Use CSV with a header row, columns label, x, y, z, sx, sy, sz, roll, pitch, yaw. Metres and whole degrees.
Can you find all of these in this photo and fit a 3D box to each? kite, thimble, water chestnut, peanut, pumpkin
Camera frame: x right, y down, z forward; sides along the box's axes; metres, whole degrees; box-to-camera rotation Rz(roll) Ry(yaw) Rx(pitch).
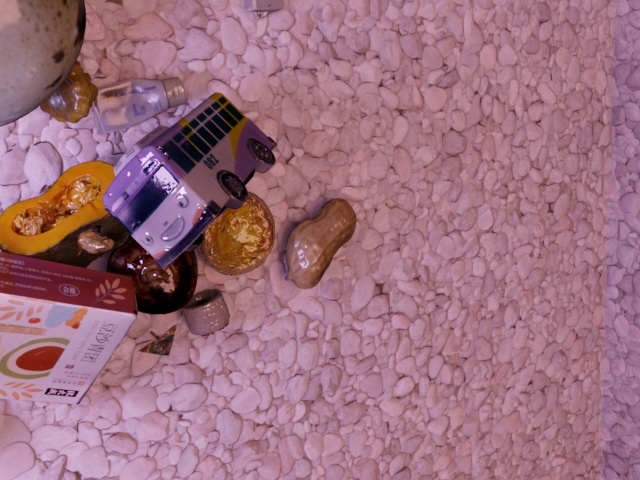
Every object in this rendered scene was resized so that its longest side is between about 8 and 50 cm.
label,x,y,z,sx,sy,sz,roll,pitch,yaw
kite,-0.424,0.272,1.875,0.122,0.004,0.090,-41,119,-22
thimble,-0.305,0.193,1.881,0.115,0.102,0.090,-17,111,-5
water chestnut,-0.407,0.070,1.730,0.223,0.238,0.224,1,106,5
peanut,-0.006,-0.003,2.024,0.291,0.143,0.159,-53,134,-17
pumpkin,-0.550,-0.030,1.579,0.317,0.222,0.139,-37,158,-27

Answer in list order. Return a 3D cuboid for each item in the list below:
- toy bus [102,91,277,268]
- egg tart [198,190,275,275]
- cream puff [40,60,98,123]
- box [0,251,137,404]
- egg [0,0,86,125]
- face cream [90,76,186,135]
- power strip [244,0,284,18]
label,x,y,z,sx,sy,sz,roll,pitch,yaw
toy bus,-0.290,-0.155,1.596,0.249,0.209,0.440,44,29,-11
egg tart,-0.229,-0.022,1.896,0.234,0.094,0.234,-6,102,-31
cream puff,-0.564,-0.342,1.585,0.116,0.146,0.146,-59,137,-60
box,-0.652,0.198,1.526,0.385,0.122,0.344,15,127,-36
egg,-0.652,-0.414,1.368,0.345,0.345,0.428,25,112,-36
face cream,-0.444,-0.336,1.707,0.224,0.070,0.114,-19,110,-21
power strip,-0.155,-0.750,1.816,0.098,0.058,0.338,-12,106,-32
